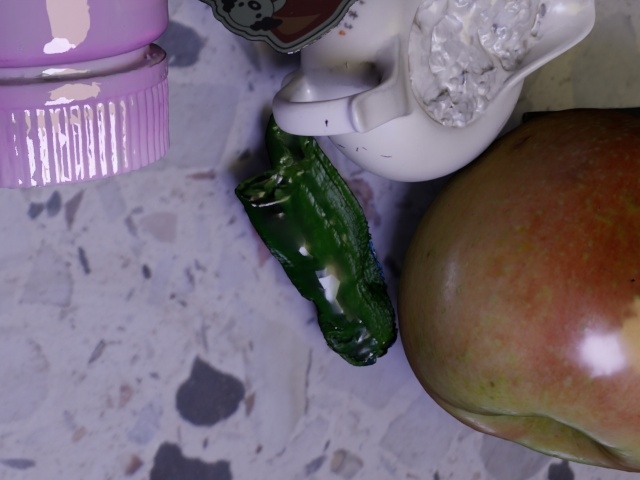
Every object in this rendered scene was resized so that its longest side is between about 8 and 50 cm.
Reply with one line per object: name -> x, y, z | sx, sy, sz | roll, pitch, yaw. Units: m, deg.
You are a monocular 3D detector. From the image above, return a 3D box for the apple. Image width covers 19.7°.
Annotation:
apple -> 0.228, 0.037, 1.500 | 0.319, 0.319, 0.277 | 29, 74, -38

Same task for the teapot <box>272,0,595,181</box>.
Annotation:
teapot -> 0.073, -0.140, 1.424 | 0.299, 0.166, 0.208 | -38, 133, -44

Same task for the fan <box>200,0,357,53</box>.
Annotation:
fan -> 0.008, -0.227, 1.381 | 0.220, 0.132, 0.009 | -45, 150, -17

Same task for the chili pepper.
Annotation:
chili pepper -> -0.002, 0.000, 1.475 | 0.098, 0.061, 0.224 | -50, 124, -32

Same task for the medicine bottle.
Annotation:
medicine bottle -> -0.191, -0.193, 1.208 | 0.178, 0.178, 0.291 | -15, 112, -33

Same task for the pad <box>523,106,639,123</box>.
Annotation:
pad -> 0.247, 0.026, 1.700 | 0.202, 0.005, 0.300 | -5, 105, -35
